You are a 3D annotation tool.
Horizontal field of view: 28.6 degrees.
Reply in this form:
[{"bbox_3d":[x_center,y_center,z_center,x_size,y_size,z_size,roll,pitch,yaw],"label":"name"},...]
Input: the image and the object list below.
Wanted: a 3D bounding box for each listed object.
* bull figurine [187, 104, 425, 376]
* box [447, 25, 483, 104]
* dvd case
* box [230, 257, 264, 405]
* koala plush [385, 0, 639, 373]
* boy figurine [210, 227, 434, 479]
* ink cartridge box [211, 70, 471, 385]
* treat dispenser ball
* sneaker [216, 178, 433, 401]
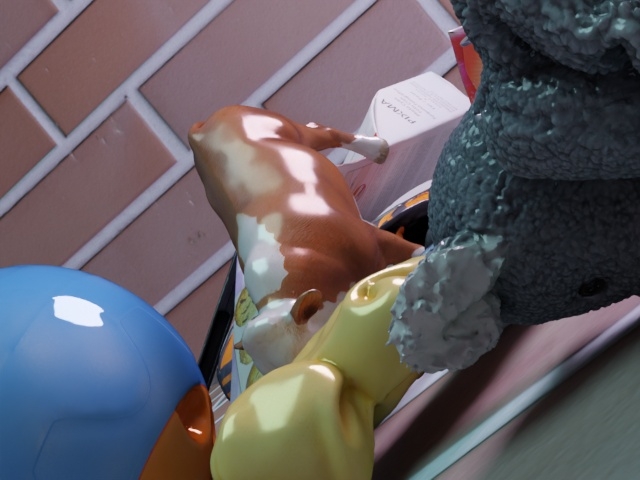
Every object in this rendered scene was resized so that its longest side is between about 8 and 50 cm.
[{"bbox_3d":[0.000,0.000,0.935,0.188,0.310,0.101,10,-55,-31],"label":"bull figurine"},{"bbox_3d":[0.229,-0.170,1.282,0.142,0.154,0.300,-17,6,14],"label":"box"},{"bbox_3d":[-0.121,0.145,1.267,0.180,0.022,0.253,120,169,-72],"label":"dvd case"},{"bbox_3d":[-0.028,0.059,1.005,0.067,0.063,0.324,-43,23,21],"label":"box"},{"bbox_3d":[0.118,-0.045,0.571,0.196,0.203,0.221,-51,-7,-46],"label":"koala plush"},{"bbox_3d":[0.047,0.061,0.725,0.177,0.092,0.285,-44,-1,44],"label":"boy figurine"},{"bbox_3d":[0.011,-0.022,1.474,0.385,0.091,0.308,-25,-33,-53],"label":"ink cartridge box"},{"bbox_3d":[-0.227,0.163,0.998,0.288,0.288,0.288,-40,1,1],"label":"treat dispenser ball"},{"bbox_3d":[0.036,0.040,1.123,0.321,0.124,0.180,-41,0,-3],"label":"sneaker"}]
